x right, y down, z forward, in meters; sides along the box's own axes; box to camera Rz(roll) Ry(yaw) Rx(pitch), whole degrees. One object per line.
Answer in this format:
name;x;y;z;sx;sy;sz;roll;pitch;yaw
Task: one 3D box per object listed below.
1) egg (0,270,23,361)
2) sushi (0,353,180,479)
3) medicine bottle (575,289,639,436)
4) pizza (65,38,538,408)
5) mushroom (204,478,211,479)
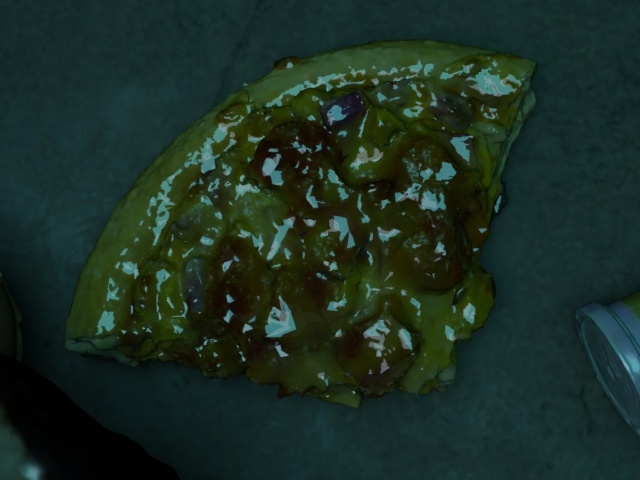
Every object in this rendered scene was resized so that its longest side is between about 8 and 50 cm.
egg;-0.333;0.080;0.831;0.245;0.203;0.203;-19;84;-2
sushi;-0.202;0.227;0.694;0.299;0.294;0.281;-26;60;0
medicine bottle;0.401;0.005;0.861;0.426;0.108;0.108;-26;84;-1
pizza;0.000;0.000;0.880;0.408;0.114;0.278;-26;79;2
mushroom;-0.133;0.269;0.867;0.223;0.081;0.092;-35;109;1
